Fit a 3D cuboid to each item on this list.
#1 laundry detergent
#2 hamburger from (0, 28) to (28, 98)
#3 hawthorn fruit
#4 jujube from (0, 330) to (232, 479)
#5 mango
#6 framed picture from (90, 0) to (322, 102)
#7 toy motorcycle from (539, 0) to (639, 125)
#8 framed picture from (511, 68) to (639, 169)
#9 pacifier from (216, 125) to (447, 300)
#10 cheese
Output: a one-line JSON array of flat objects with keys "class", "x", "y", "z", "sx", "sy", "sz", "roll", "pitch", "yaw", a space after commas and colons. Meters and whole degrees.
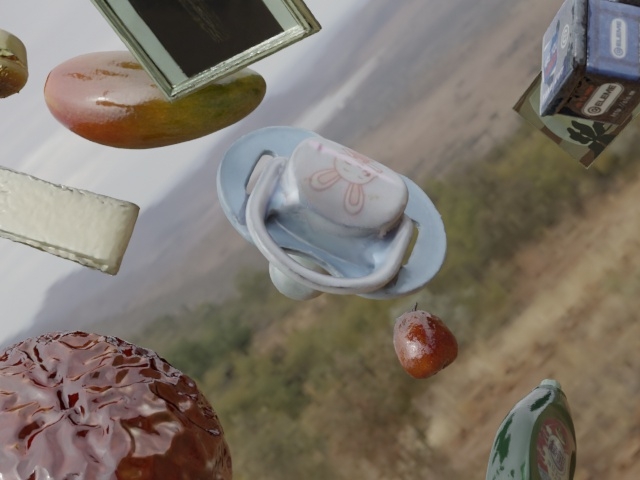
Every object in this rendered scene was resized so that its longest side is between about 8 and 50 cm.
[{"class": "laundry detergent", "x": 0.223, "y": 0.225, "z": 1.520, "sx": 0.063, "sy": 0.137, "sz": 0.211, "roll": -18, "pitch": 27, "yaw": 28}, {"class": "hamburger", "x": -0.477, "y": -0.248, "z": 2.123, "sx": 0.141, "sy": 0.127, "sz": 0.081, "roll": 106, "pitch": 166, "yaw": -62}, {"class": "hawthorn fruit", "x": 0.133, "y": 0.131, "z": 1.962, "sx": 0.081, "sy": 0.093, "sz": 0.081, "roll": -32, "pitch": -9, "yaw": -5}, {"class": "jujube", "x": -0.191, "y": 0.181, "z": 1.247, "sx": 0.213, "sy": 0.232, "sz": 0.213, "roll": -43, "pitch": -35, "yaw": -39}, {"class": "mango", "x": -0.219, "y": -0.182, "z": 1.920, "sx": 0.289, "sy": 0.129, "sz": 0.146, "roll": -1, "pitch": -7, "yaw": 28}, {"class": "framed picture", "x": -0.169, "y": -0.304, "z": 1.701, "sx": 0.231, "sy": 0.293, "sz": 0.018, "roll": -23, "pitch": 29, "yaw": 29}, {"class": "toy motorcycle", "x": 0.282, "y": -0.264, "z": 1.269, "sx": 0.125, "sy": 0.213, "sz": 0.358, "roll": 117, "pitch": 160, "yaw": -62}, {"class": "framed picture", "x": 0.344, "y": -0.184, "z": 1.981, "sx": 0.010, "sy": 0.136, "sz": 0.201, "roll": -49, "pitch": -4, "yaw": -31}, {"class": "pacifier", "x": 0.000, "y": 0.000, "z": 1.779, "sx": 0.225, "sy": 0.287, "sz": 0.238, "roll": 115, "pitch": 176, "yaw": -50}, {"class": "cheese", "x": -0.389, "y": -0.057, "z": 1.650, "sx": 0.034, "sy": 0.400, "sz": 0.085, "roll": 7, "pitch": -80, "yaw": -74}]
